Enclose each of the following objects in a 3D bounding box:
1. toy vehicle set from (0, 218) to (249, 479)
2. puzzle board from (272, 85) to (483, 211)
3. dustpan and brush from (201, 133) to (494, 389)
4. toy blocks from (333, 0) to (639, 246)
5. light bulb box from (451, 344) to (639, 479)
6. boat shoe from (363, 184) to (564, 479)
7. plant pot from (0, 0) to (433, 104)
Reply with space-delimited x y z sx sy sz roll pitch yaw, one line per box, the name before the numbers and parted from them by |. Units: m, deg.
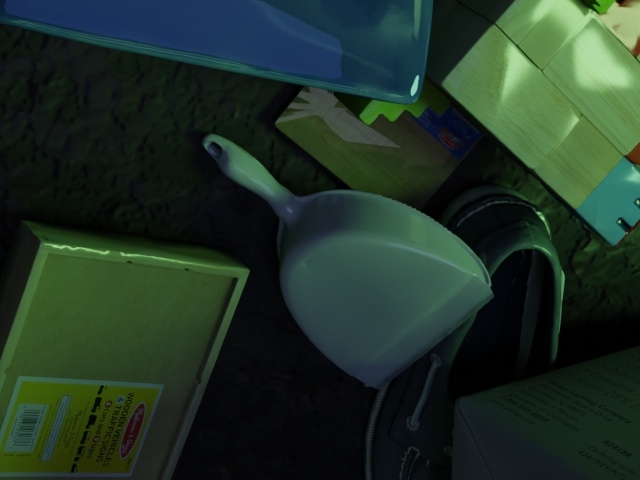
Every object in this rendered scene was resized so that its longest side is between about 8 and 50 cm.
toy vehicle set | -0.167 0.123 0.867 0.166 0.035 0.267 11 107 -41
puzzle board | 0.043 -0.081 0.894 0.128 0.011 0.096 38 96 -22
dustpan and brush | 0.000 0.000 0.879 0.211 0.060 0.147 33 129 -16
toy blocks | 0.234 -0.152 0.842 0.261 0.191 0.381 38 96 -32
light bulb box | 0.330 0.223 0.827 0.361 0.358 0.225 -11 113 -31
boat shoe | 0.108 0.123 0.930 0.116 0.099 0.320 6 107 -15
plant pot | -0.062 -0.207 0.715 0.236 0.236 0.212 10 99 -16
